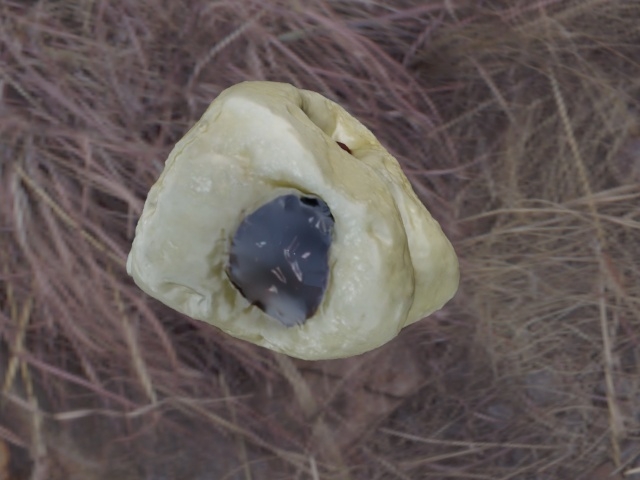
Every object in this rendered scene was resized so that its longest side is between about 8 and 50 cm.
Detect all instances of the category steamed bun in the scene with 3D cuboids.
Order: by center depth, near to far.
[{"bbox_3d":[0.000,0.000,0.722,0.155,0.172,0.141,34,108,22],"label":"steamed bun"}]
